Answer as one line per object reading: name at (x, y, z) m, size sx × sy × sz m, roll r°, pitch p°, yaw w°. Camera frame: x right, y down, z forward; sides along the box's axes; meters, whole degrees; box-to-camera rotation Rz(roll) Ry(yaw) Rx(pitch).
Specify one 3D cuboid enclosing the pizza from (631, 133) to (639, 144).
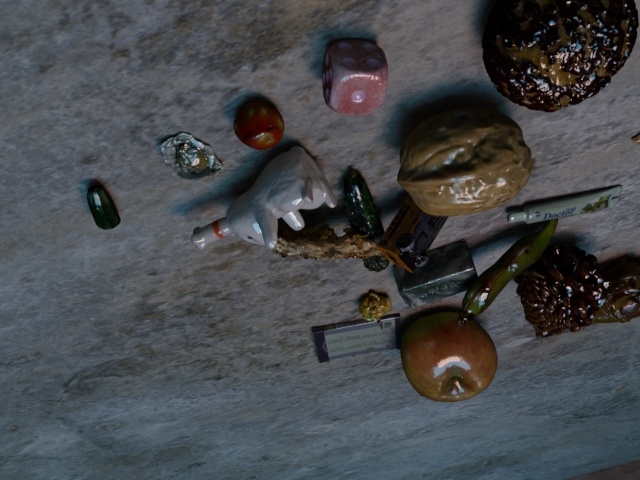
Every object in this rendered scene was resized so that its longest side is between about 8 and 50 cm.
pizza at (0.708, -0.218, 1.392) m, size 0.176 × 0.036 × 0.184 m, roll -7°, pitch 141°, yaw -3°

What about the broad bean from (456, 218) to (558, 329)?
broad bean at (0.410, 0.065, 1.567) m, size 0.339 × 0.061 × 0.077 m, roll -44°, pitch 145°, yaw 2°

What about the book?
book at (0.098, 0.257, 1.873) m, size 0.231 × 0.026 × 0.157 m, roll -10°, pitch 139°, yaw -1°

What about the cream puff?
cream puff at (0.373, -0.308, 1.104) m, size 0.239 × 0.164 × 0.239 m, roll -5°, pitch 139°, yaw -5°

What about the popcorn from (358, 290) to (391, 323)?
popcorn at (0.135, 0.171, 1.725) m, size 0.084 × 0.084 × 0.084 m, roll -6°, pitch 142°, yaw -5°

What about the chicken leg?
chicken leg at (0.705, 0.156, 1.779) m, size 0.361 × 0.140 × 0.211 m, roll -25°, pitch 148°, yaw 13°

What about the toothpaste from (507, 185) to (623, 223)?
toothpaste at (0.530, -0.073, 1.540) m, size 0.256 × 0.037 × 0.067 m, roll -11°, pitch 137°, yaw -5°

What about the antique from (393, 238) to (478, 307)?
antique at (0.264, 0.080, 1.631) m, size 0.183 × 0.086 × 0.088 m, roll -20°, pitch 140°, yaw 13°

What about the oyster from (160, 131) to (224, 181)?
oyster at (-0.234, -0.154, 1.284) m, size 0.098 × 0.037 × 0.100 m, roll -24°, pitch 122°, yaw -11°

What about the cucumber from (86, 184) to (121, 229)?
cucumber at (-0.413, -0.066, 1.337) m, size 0.048 × 0.048 × 0.105 m, roll -8°, pitch 139°, yaw -2°

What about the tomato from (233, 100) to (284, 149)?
tomato at (-0.104, -0.193, 1.219) m, size 0.087 × 0.075 × 0.087 m, roll -9°, pitch 143°, yaw -7°

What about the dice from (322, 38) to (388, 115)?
dice at (0.055, -0.263, 1.150) m, size 0.093 × 0.091 × 0.094 m, roll 0°, pitch 142°, yaw -12°

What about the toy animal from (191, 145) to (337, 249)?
toy animal at (-0.103, -0.047, 1.342) m, size 0.282 × 0.138 × 0.140 m, roll -41°, pitch 171°, yaw 24°

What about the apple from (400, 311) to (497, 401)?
apple at (0.330, 0.301, 1.838) m, size 0.261 × 0.193 × 0.260 m, roll -6°, pitch 139°, yaw -5°

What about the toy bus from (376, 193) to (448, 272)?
toy bus at (0.199, -0.040, 1.429) m, size 0.194 × 0.088 × 0.083 m, roll -57°, pitch 136°, yaw -11°

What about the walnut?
walnut at (0.256, -0.142, 1.273) m, size 0.245 × 0.198 × 0.198 m, roll -16°, pitch 142°, yaw 4°

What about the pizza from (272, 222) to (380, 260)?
pizza at (0.000, 0.000, 1.423) m, size 0.227 × 0.069 × 0.147 m, roll 5°, pitch -173°, yaw 20°

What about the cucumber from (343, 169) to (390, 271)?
cucumber at (0.094, -0.036, 1.469) m, size 0.068 × 0.067 × 0.293 m, roll -15°, pitch 141°, yaw 7°

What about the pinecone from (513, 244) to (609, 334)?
pinecone at (0.558, 0.104, 1.640) m, size 0.222 × 0.221 × 0.221 m, roll -6°, pitch 142°, yaw -5°
